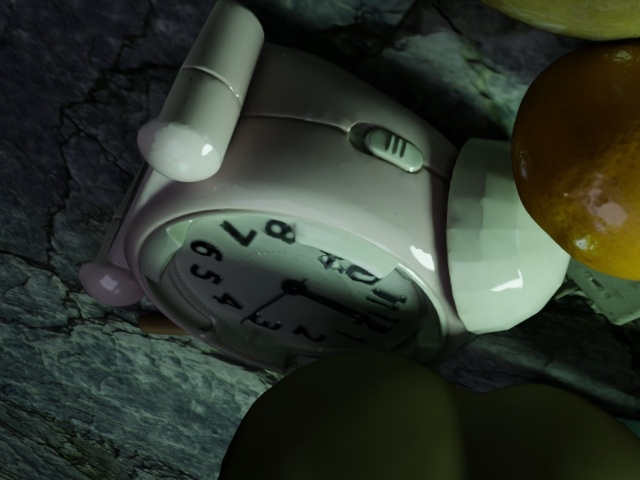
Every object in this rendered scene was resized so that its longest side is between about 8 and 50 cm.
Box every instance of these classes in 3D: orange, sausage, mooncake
[{"bbox_3d":[0.192,-0.048,0.633,0.156,0.156,0.124,31,145,-6],"label":"orange"},{"bbox_3d":[-0.173,0.099,1.194,0.116,0.026,0.026,-2,136,37],"label":"sausage"},{"bbox_3d":[0.084,0.311,0.719,0.467,0.467,0.262,22,149,8],"label":"mooncake"}]

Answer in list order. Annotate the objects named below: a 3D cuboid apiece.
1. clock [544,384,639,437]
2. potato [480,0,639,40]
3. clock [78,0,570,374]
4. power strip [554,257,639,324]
[{"bbox_3d":[0.306,0.264,1.027,0.274,0.094,0.223,18,145,10],"label":"clock"},{"bbox_3d":[0.126,-0.208,0.520,0.239,0.116,0.299,13,142,28],"label":"potato"},{"bbox_3d":[0.000,0.000,0.819,0.325,0.184,0.342,28,151,-8],"label":"clock"},{"bbox_3d":[0.261,-0.002,0.743,0.092,0.034,0.268,46,143,-4],"label":"power strip"}]
